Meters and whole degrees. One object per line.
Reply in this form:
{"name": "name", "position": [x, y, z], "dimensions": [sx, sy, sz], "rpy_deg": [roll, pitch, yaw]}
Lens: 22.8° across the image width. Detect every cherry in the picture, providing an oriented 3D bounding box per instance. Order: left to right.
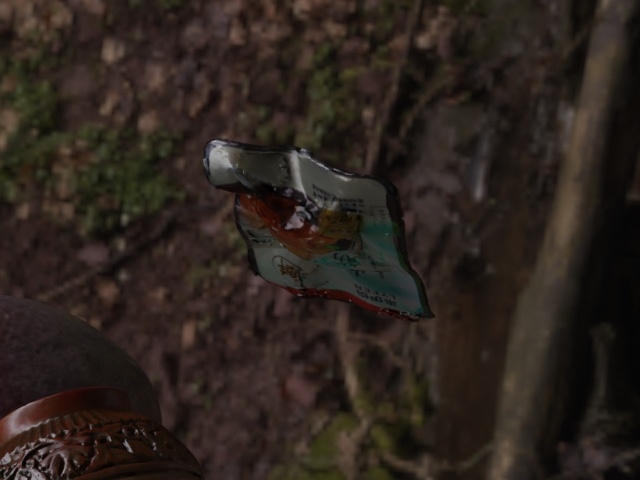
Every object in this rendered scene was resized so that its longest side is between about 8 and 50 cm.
{"name": "cherry", "position": [-0.249, 0.166, 1.441], "dimensions": [0.183, 0.213, 0.266], "rpy_deg": [-31, 82, 25]}

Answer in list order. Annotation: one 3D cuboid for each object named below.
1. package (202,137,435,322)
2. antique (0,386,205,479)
{"name": "package", "position": [0.000, 0.000, 1.235], "dimensions": [0.232, 0.166, 0.040], "rpy_deg": [74, -144, -59]}
{"name": "antique", "position": [-0.092, 0.114, 0.641], "dimensions": [0.104, 0.104, 0.104], "rpy_deg": [-173, 90, -76]}
